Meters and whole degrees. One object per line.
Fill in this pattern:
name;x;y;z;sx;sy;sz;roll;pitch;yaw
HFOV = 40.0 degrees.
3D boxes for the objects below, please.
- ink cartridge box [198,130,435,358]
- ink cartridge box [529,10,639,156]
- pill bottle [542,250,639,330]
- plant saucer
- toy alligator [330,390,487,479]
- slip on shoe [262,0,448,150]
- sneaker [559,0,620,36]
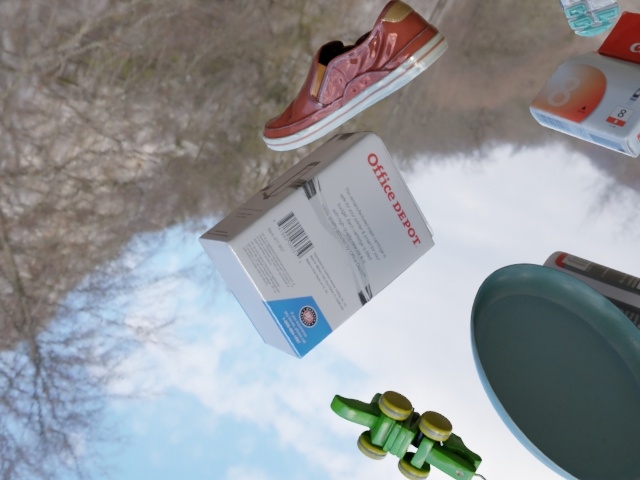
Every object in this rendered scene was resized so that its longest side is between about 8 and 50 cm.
ink cartridge box;0.000;0.000;0.925;0.086;0.203;0.148;7;131;61
ink cartridge box;0.349;-0.193;1.008;0.045;0.179;0.145;38;177;-42
pill bottle;0.443;0.134;1.257;0.283;0.161;0.161;22;-164;27
plant saucer;0.305;0.167;1.062;0.317;0.044;0.318;19;-135;-20
toy alligator;0.098;0.175;0.756;0.189;0.056;0.051;26;-159;7
slip on shoe;0.026;-0.220;1.197;0.101;0.331;0.123;52;-133;-11
sneaker;0.246;-0.288;0.879;0.076;0.064;0.167;-92;-21;-56
